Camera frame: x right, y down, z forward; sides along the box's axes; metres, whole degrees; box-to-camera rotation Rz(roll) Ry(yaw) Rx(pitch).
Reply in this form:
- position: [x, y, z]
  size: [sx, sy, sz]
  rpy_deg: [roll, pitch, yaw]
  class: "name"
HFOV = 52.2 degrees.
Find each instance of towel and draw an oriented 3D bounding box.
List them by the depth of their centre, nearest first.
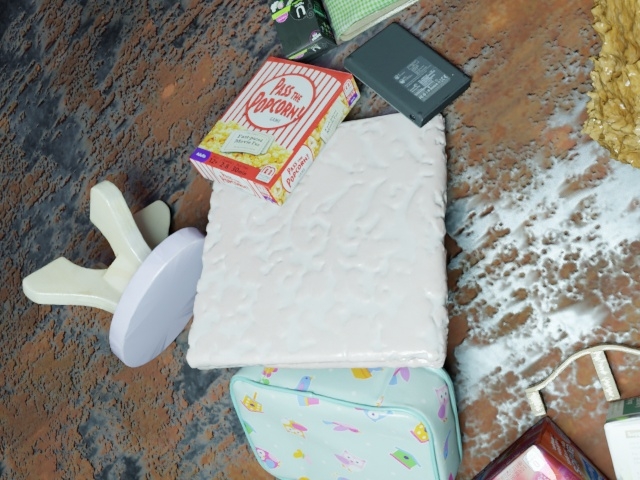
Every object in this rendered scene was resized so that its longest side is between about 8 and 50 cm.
- position: [0.000, 0.000, 0.808]
  size: [0.316, 0.053, 0.332]
  rpy_deg: [-6, 60, 20]
  class: "towel"

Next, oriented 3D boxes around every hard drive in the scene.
- position: [0.110, -0.214, 0.830]
  size: [0.094, 0.022, 0.135]
  rpy_deg: [-40, 71, -17]
  class: "hard drive"

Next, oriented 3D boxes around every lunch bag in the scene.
- position: [0.032, 0.229, 0.821]
  size: [0.279, 0.108, 0.224]
  rpy_deg: [4, 130, 28]
  class: "lunch bag"

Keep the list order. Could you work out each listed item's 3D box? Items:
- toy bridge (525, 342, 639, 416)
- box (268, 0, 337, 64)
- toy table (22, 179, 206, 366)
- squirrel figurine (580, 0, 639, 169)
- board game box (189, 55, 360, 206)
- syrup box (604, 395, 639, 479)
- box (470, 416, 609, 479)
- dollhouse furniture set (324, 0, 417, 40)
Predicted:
- position: [0.330, 0.153, 0.757]
  size: [0.188, 0.026, 0.063]
  rpy_deg: [-21, 81, 25]
  class: "toy bridge"
- position: [-0.024, -0.297, 0.903]
  size: [0.062, 0.052, 0.083]
  rpy_deg: [-21, 83, 24]
  class: "box"
- position: [-0.269, 0.045, 0.940]
  size: [0.160, 0.252, 0.274]
  rpy_deg: [39, 126, 13]
  class: "toy table"
- position: [0.390, -0.108, 0.529]
  size: [0.396, 0.370, 0.281]
  rpy_deg: [29, 104, 23]
  class: "squirrel figurine"
- position: [-0.060, -0.149, 0.860]
  size: [0.146, 0.045, 0.194]
  rpy_deg: [21, 68, 33]
  class: "board game box"
- position: [0.382, 0.293, 0.698]
  size: [0.096, 0.093, 0.237]
  rpy_deg: [-16, 85, 26]
  class: "syrup box"
- position: [0.214, 0.346, 0.765]
  size: [0.128, 0.122, 0.257]
  rpy_deg: [47, 110, 16]
  class: "box"
- position: [0.090, -0.410, 0.789]
  size: [0.301, 0.151, 0.198]
  rpy_deg: [-23, 81, 25]
  class: "dollhouse furniture set"
